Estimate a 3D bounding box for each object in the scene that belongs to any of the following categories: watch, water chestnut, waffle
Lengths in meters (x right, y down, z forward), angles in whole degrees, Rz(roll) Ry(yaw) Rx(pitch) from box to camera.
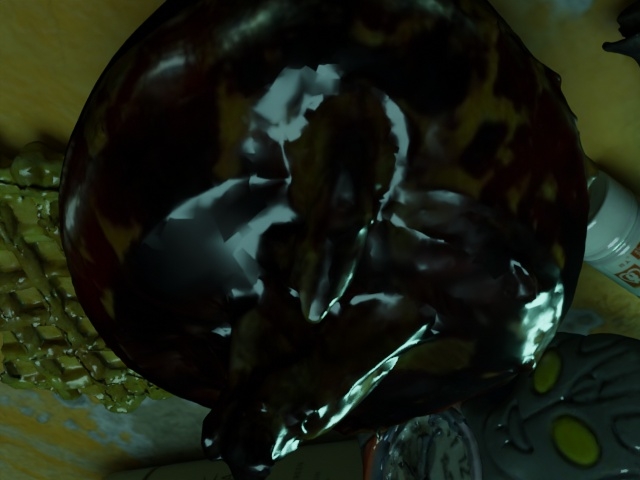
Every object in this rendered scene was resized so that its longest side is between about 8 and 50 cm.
[{"bbox_3d":[0.203,0.171,0.635,0.274,0.241,0.305,18,135,-30],"label":"watch"},{"bbox_3d":[0.000,0.000,0.454,0.300,0.300,0.300,4,131,5],"label":"water chestnut"},{"bbox_3d":[-0.188,0.039,0.665,0.291,0.051,0.291,4,133,4],"label":"waffle"}]

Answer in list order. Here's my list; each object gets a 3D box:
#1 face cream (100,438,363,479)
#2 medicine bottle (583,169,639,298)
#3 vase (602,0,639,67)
[{"bbox_3d":[-0.088,0.271,0.774,0.348,0.173,0.081,-11,128,19],"label":"face cream"},{"bbox_3d":[0.203,-0.002,0.569,0.089,0.057,0.057,31,128,-18],"label":"medicine bottle"},{"bbox_3d":[0.228,-0.060,0.487,0.120,0.120,0.183,-30,106,30],"label":"vase"}]
